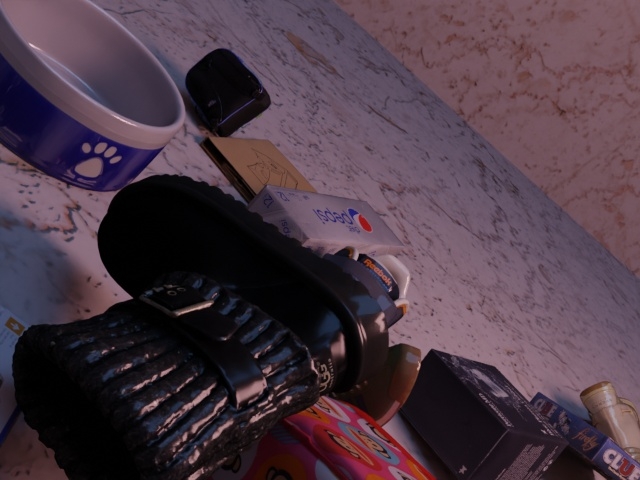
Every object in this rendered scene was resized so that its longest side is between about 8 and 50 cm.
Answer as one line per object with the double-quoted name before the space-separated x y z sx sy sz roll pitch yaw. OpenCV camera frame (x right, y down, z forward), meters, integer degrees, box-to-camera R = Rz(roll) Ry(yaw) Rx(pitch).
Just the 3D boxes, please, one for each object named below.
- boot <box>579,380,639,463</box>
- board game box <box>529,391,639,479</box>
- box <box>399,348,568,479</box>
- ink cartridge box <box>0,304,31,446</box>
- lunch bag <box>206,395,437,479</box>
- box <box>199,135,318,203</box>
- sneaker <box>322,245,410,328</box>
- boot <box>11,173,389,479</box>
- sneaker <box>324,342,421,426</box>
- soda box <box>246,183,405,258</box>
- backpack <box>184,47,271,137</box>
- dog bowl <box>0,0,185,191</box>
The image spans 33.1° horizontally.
"boot" 0.513 0.342 1.808 0.213 0.077 0.165 43 22 -51
"board game box" 0.412 0.316 1.585 0.165 0.042 0.243 40 -2 -14
"box" 0.202 0.229 1.360 0.158 0.093 0.156 19 21 -47
"ink cartridge box" -0.314 0.070 0.768 0.224 0.045 0.223 44 20 -13
"lunch bag" 0.038 0.239 0.931 0.258 0.120 0.293 30 5 -43
"box" -0.075 -0.089 1.589 0.164 0.021 0.201 50 21 14
"sneaker" 0.018 0.082 1.286 0.126 0.127 0.321 47 21 3
"boot" -0.146 0.066 0.879 0.260 0.131 0.348 -26 35 -37
"sneaker" 0.026 0.154 1.102 0.086 0.192 0.064 20 54 -11
"soda box" 0.000 0.000 1.456 0.098 0.091 0.286 51 20 21
"backpack" -0.141 -0.218 1.602 0.114 0.105 0.084 52 -1 22
"dog bowl" -0.289 -0.183 1.235 0.265 0.104 0.265 38 21 -17
